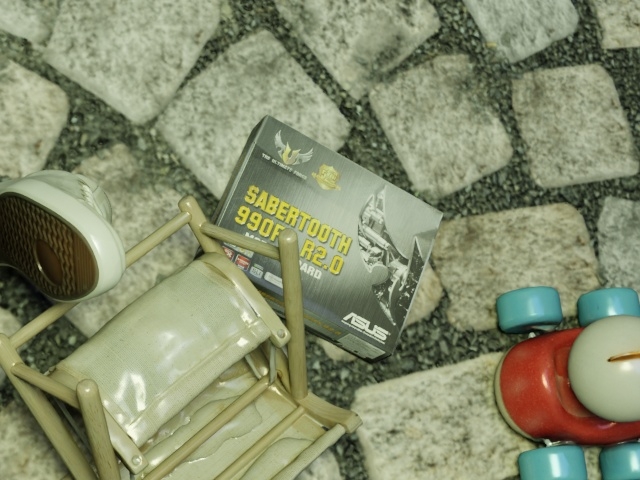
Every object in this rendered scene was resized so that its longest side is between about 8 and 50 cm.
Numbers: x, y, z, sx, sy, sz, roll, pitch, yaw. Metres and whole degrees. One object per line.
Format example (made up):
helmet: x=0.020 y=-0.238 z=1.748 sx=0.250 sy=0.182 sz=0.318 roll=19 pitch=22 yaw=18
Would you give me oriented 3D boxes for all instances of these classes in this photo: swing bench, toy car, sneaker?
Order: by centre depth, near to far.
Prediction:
sneaker: x=-0.228 y=-0.023 z=1.195 sx=0.123 sy=0.290 sz=0.106 roll=-23 pitch=112 yaw=-29
swing bench: x=-0.127 y=0.139 z=1.238 sx=0.253 sy=0.165 sz=0.254 roll=-38 pitch=127 yaw=-30
toy car: x=0.325 y=0.142 z=1.409 sx=0.210 sy=0.238 sz=0.219 roll=2 pitch=74 yaw=-24

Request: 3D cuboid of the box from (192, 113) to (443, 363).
box: x=0.000 y=0.000 z=1.414 sx=0.231 sy=0.056 sz=0.183 roll=29 pitch=65 yaw=-13
